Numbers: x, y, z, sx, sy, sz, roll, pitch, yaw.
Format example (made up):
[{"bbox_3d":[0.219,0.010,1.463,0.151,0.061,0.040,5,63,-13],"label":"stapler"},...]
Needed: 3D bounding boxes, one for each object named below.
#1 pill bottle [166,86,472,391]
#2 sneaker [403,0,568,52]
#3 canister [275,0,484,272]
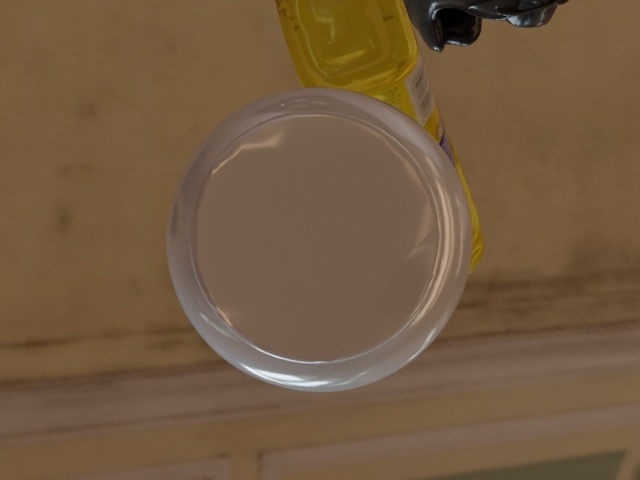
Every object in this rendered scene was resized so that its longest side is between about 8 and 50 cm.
[{"bbox_3d":[0.000,0.000,0.681,0.112,0.186,0.112,0,-91,2],"label":"pill bottle"},{"bbox_3d":[0.140,-0.211,1.173,0.109,0.286,0.130,-15,-97,-31],"label":"sneaker"},{"bbox_3d":[0.033,-0.068,1.022,0.073,0.126,0.170,-19,-42,3],"label":"canister"}]
